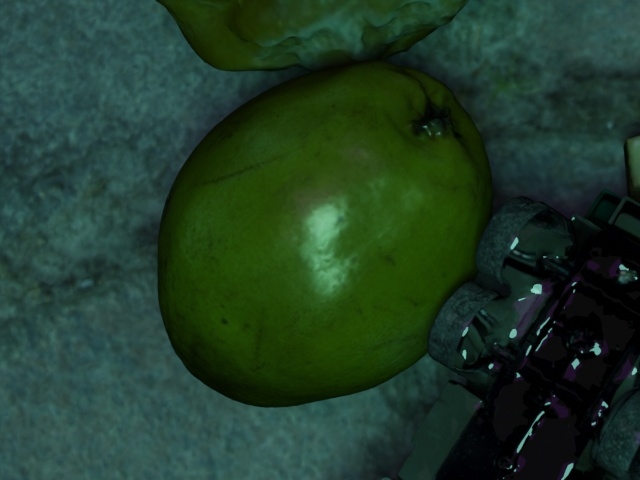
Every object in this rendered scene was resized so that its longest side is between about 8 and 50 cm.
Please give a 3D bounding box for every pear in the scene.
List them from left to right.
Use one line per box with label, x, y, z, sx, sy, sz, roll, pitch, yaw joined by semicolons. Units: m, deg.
pear;0.000;0.000;1.160;0.269;0.212;0.212;-48;68;32

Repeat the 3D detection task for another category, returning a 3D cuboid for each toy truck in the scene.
toy truck;0.150;0.132;1.107;0.176;0.178;0.363;33;89;29

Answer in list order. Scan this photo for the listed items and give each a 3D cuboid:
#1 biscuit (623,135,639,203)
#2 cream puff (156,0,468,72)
biscuit;0.297;-0.055;1.170;0.188;0.056;0.052;-6;78;16
cream puff;0.008;-0.315;1.213;0.378;0.275;0.378;5;112;12
